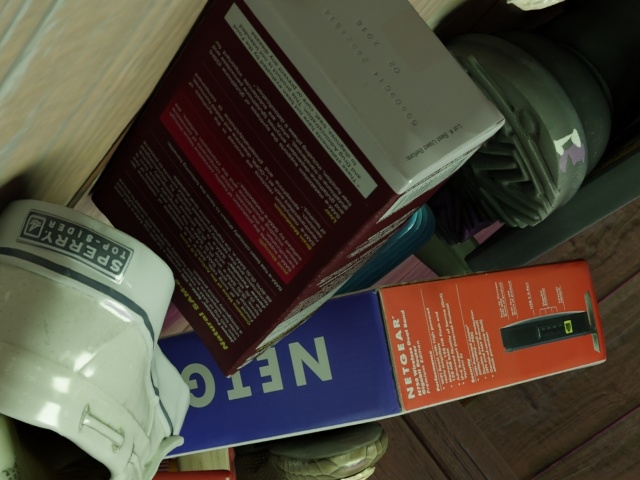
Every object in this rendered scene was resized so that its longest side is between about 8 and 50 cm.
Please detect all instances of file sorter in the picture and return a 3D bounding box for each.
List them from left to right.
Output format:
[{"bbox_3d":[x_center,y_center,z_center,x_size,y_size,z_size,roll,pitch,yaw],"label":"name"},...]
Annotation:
[{"bbox_3d":[0.010,-0.020,1.263,0.118,0.104,0.170,-38,173,5],"label":"file sorter"}]

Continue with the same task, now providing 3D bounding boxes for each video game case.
[{"bbox_3d":[0.272,-0.080,1.425,0.248,0.035,0.275,-37,-179,-41],"label":"video game case"}]

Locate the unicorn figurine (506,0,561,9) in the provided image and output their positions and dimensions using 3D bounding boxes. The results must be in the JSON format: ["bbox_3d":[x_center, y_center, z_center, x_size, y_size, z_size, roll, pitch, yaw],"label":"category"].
[{"bbox_3d":[0.177,-0.197,1.130,0.111,0.060,0.162,-43,171,31],"label":"unicorn figurine"}]

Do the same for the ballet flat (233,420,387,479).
[{"bbox_3d":[-0.009,0.165,1.244,0.084,0.058,0.250,-10,176,-19],"label":"ballet flat"}]

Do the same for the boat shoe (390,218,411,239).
[{"bbox_3d":[0.000,0.000,1.459,0.228,0.080,0.076,-40,179,26],"label":"boat shoe"}]

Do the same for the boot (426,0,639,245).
[{"bbox_3d":[0.279,-0.181,1.356,0.445,0.146,0.367,-32,-178,-11],"label":"boot"}]

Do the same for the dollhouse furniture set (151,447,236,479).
[{"bbox_3d":[-0.166,0.220,1.450,0.201,0.152,0.374,-4,164,-4],"label":"dollhouse furniture set"}]

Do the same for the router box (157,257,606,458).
[{"bbox_3d":[-0.007,0.093,1.272,0.335,0.082,0.301,-14,175,32],"label":"router box"}]

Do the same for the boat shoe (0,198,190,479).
[{"bbox_3d":[-0.151,0.113,0.982,0.367,0.135,0.156,114,-2,-70],"label":"boat shoe"}]

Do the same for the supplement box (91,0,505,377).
[{"bbox_3d":[-0.021,-0.039,0.887,0.073,0.130,0.239,-33,172,-35],"label":"supplement box"}]

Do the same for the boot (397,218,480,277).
[{"bbox_3d":[0.093,-0.001,1.656,0.077,0.137,0.198,-36,173,-7],"label":"boot"}]
